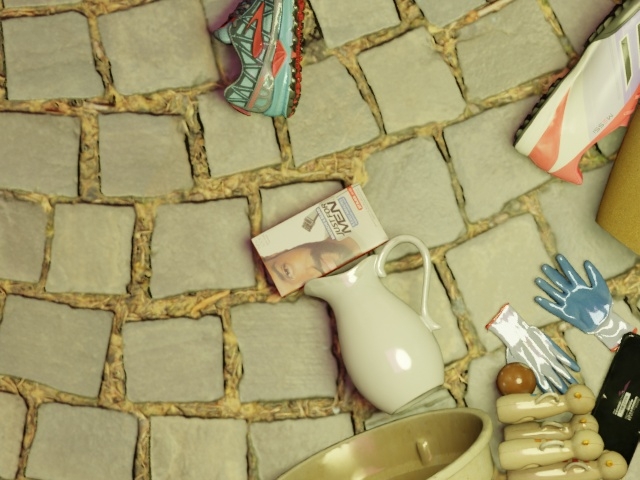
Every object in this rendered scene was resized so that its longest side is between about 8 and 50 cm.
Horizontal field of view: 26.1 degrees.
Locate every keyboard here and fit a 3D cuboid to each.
[{"bbox_3d":[0.427,0.228,1.878,0.100,0.038,0.192,23,94,19],"label":"keyboard"}]

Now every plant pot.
[{"bbox_3d":[0.114,0.422,1.746,0.333,0.334,0.305,-22,97,-1],"label":"plant pot"},{"bbox_3d":[0.485,-0.093,1.820,0.237,0.237,0.254,37,99,4],"label":"plant pot"}]

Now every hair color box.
[{"bbox_3d":[0.000,0.000,1.892,0.167,0.053,0.093,-29,86,0],"label":"hair color box"}]

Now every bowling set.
[{"bbox_3d":[0.311,0.238,1.790,0.154,0.287,0.200,-8,64,9],"label":"bowling set"}]

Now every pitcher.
[{"bbox_3d":[0.100,0.111,1.843,0.177,0.125,0.207,-32,77,12],"label":"pitcher"}]

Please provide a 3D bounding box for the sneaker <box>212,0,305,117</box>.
[{"bbox_3d":[-0.087,-0.302,1.894,0.125,0.104,0.262,2,85,3],"label":"sneaker"}]

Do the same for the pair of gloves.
[{"bbox_3d":[0.326,0.124,1.892,0.198,0.023,0.159,-44,86,-3],"label":"pair of gloves"}]

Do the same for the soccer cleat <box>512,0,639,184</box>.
[{"bbox_3d":[0.394,-0.221,1.850,0.116,0.108,0.318,38,107,2],"label":"soccer cleat"}]
